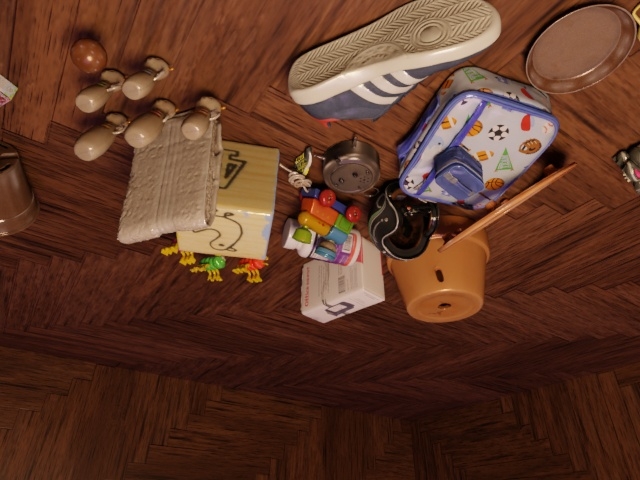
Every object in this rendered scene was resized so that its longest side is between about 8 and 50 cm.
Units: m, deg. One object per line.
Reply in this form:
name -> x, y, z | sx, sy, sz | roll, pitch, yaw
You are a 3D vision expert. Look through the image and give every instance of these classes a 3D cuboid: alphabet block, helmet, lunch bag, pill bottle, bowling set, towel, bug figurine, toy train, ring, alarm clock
alphabet block -> -0.202, -0.091, 0.998 | 0.197, 0.193, 0.192 | 7, 144, -8
helmet -> 0.190, -0.041, 1.080 | 0.169, 0.169, 0.161 | 7, 136, -9
lunch bag -> 0.266, -0.121, 0.864 | 0.098, 0.065, 0.067 | 30, 140, -25
pill bottle -> 0.000, 0.000, 1.203 | 0.194, 0.108, 0.108 | 13, 144, -17
bowling set -> -0.330, -0.273, 0.807 | 0.287, 0.154, 0.199 | -5, 127, 11
towel -> -0.281, -0.129, 0.861 | 0.187, 0.282, 0.049 | -11, 149, 16
lunch bag -> 0.294, -0.187, 0.918 | 0.243, 0.115, 0.303 | 12, 144, -12
bug figurine -> -0.277, 0.031, 1.193 | 0.216, 0.072, 0.279 | -9, 149, 26
toy train -> -0.030, -0.057, 1.062 | 0.248, 0.143, 0.105 | 28, 170, -35
ring -> 0.400, -0.075, 1.001 | 0.337, 0.032, 0.336 | -31, 168, -7
alarm clock -> 0.079, -0.149, 1.025 | 0.129, 0.064, 0.192 | -19, 144, 27

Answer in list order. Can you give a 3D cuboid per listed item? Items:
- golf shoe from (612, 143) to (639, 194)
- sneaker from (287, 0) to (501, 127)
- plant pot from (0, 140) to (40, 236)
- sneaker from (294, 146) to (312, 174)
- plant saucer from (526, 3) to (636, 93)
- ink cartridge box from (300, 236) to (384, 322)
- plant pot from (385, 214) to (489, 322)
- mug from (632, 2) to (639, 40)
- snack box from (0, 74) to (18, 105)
golf shoe -> 0.769, -0.130, 1.001 | 0.273, 0.105, 0.120 | 27, 131, -34
sneaker -> 0.125, -0.286, 0.773 | 0.350, 0.131, 0.148 | -9, 152, 24
plant pot -> -0.729, -0.123, 1.002 | 0.167, 0.167, 0.165 | 10, 138, -14
sneaker -> -0.039, -0.176, 1.009 | 0.035, 0.031, 0.083 | 8, 146, -9
plant saucer -> 0.439, -0.328, 0.775 | 0.168, 0.029, 0.168 | 0, 145, 0
ink cartridge box -> 0.060, 0.120, 1.322 | 0.237, 0.172, 0.100 | -28, 137, 35
plant pot -> 0.331, 0.095, 1.254 | 0.291, 0.203, 0.291 | 0, 146, 0
mug -> 0.545, -0.351, 0.725 | 0.062, 0.078, 0.064 | -20, 167, -30
snack box -> -0.666, -0.286, 0.854 | 0.141, 0.037, 0.100 | -15, 142, 23
